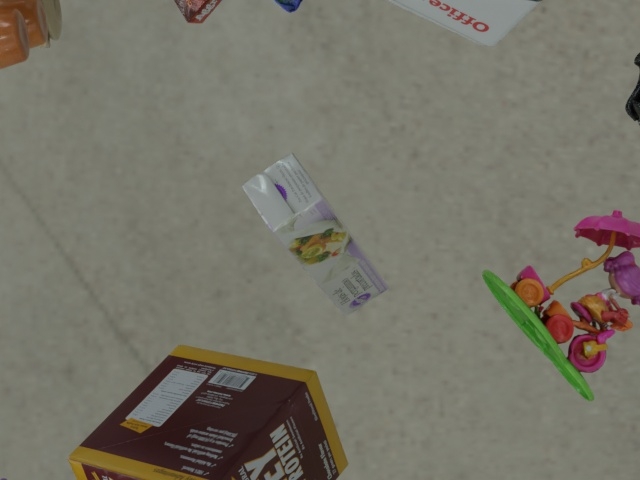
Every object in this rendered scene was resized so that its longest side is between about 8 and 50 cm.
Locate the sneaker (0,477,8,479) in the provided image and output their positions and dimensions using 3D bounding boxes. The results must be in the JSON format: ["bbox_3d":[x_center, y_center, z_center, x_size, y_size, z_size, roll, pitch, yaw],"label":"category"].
[{"bbox_3d":[-0.373,0.320,1.678,0.102,0.282,0.161,-160,74,-66],"label":"sneaker"}]

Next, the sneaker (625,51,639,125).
[{"bbox_3d":[0.325,-0.109,1.549,0.063,0.075,0.170,2,93,54],"label":"sneaker"}]

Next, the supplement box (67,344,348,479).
[{"bbox_3d":[-0.113,0.227,1.676,0.191,0.194,0.129,8,129,36],"label":"supplement box"}]

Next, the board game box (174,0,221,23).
[{"bbox_3d":[-0.159,-0.382,1.729,0.145,0.027,0.281,-46,67,34],"label":"board game box"}]

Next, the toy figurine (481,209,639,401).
[{"bbox_3d":[0.281,0.050,1.677,0.159,0.130,0.173,-39,88,-3],"label":"toy figurine"}]

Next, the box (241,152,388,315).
[{"bbox_3d":[0.000,0.000,1.748,0.063,0.324,0.067,-33,68,2],"label":"box"}]

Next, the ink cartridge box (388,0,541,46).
[{"bbox_3d":[0.181,-0.364,1.799,0.289,0.211,0.121,-41,29,55],"label":"ink cartridge box"}]

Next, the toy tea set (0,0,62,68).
[{"bbox_3d":[-0.399,-0.299,1.927,0.336,0.124,0.200,-89,-10,-73],"label":"toy tea set"}]

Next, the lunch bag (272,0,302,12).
[{"bbox_3d":[-0.064,-0.291,1.462,0.129,0.096,0.151,43,152,31],"label":"lunch bag"}]
